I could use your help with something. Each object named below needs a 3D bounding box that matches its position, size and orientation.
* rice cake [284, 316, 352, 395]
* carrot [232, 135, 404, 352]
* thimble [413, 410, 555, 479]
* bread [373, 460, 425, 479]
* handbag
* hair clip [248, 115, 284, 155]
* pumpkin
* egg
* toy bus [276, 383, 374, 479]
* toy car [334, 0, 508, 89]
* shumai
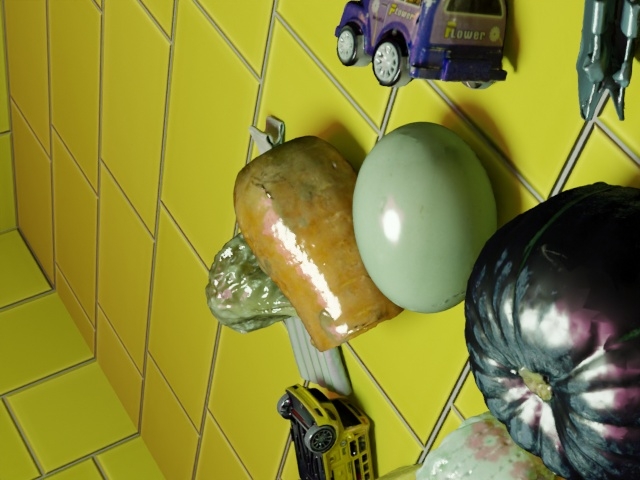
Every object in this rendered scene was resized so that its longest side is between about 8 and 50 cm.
[{"bbox_3d":[-0.013,0.201,2.113,0.189,0.037,0.198,19,125,56],"label":"rice cake"},{"bbox_3d":[0.000,0.000,1.766,0.340,0.224,0.224,60,152,2],"label":"carrot"},{"bbox_3d":[0.254,0.365,1.613,0.149,0.185,0.211,47,111,33],"label":"thimble"},{"bbox_3d":[0.104,0.514,1.887,0.163,0.264,0.167,-35,72,60],"label":"bread"},{"bbox_3d":[0.307,-0.254,1.093,0.062,0.179,0.229,4,122,11],"label":"handbag"},{"bbox_3d":[-0.091,-0.121,2.008,0.159,0.071,0.218,38,144,40],"label":"hair clip"},{"bbox_3d":[0.331,0.116,1.201,0.363,0.266,0.363,38,141,38],"label":"pumpkin"},{"bbox_3d":[0.147,-0.029,1.489,0.203,0.203,0.282,25,127,53],"label":"egg"},{"bbox_3d":[0.021,0.427,2.092,0.145,0.151,0.331,39,143,53],"label":"toy bus"},{"bbox_3d":[0.135,-0.290,1.396,0.235,0.172,0.158,35,121,50],"label":"toy car"},{"bbox_3d":[-0.087,0.108,1.981,0.222,0.225,0.260,55,134,27],"label":"shumai"}]
